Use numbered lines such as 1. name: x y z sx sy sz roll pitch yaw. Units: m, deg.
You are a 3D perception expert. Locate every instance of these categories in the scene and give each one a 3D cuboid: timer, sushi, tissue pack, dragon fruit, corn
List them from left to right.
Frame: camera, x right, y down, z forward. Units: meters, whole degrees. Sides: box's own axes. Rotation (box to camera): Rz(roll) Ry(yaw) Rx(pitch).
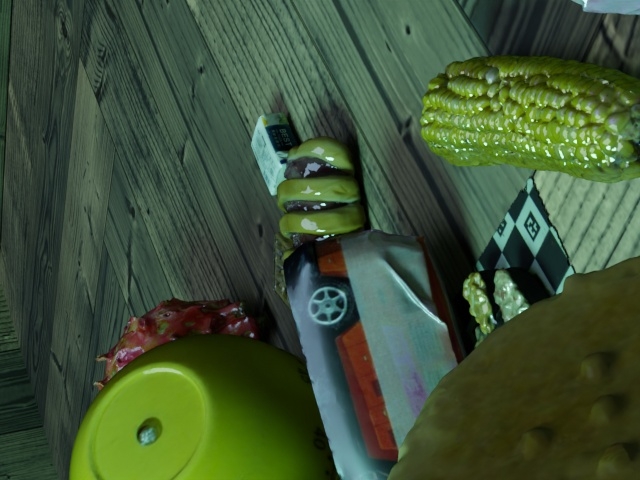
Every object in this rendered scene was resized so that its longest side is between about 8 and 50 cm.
1. dragon fruit: -0.178 0.171 1.901 0.268 0.210 0.205 -42 77 20
2. timer: -0.101 0.299 1.638 0.387 0.376 0.376 43 -168 -47
3. tissue pack: -0.052 -0.106 1.686 0.062 0.042 0.083 107 146 -49
4. sushi: 0.167 0.081 1.237 0.210 0.040 0.192 117 138 -55
5. corn: 0.171 -0.095 1.087 0.292 0.101 0.101 -157 61 -65

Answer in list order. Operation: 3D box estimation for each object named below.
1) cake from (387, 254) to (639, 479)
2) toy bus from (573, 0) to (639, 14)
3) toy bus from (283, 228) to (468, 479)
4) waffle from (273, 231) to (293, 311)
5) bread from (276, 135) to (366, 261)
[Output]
1. cake: 0.242 0.208 0.835 0.321 0.332 0.332 56 166 -22
2. toy bus: 0.155 -0.297 0.967 0.386 0.162 0.171 -129 35 -51
3. toy bus: 0.072 0.136 1.320 0.127 0.147 0.302 44 -149 -82
4. waffle: -0.026 0.051 1.716 0.135 0.021 0.092 -135 43 -56
5. bread: 0.000 0.000 1.554 0.134 0.081 0.225 170 91 -69
